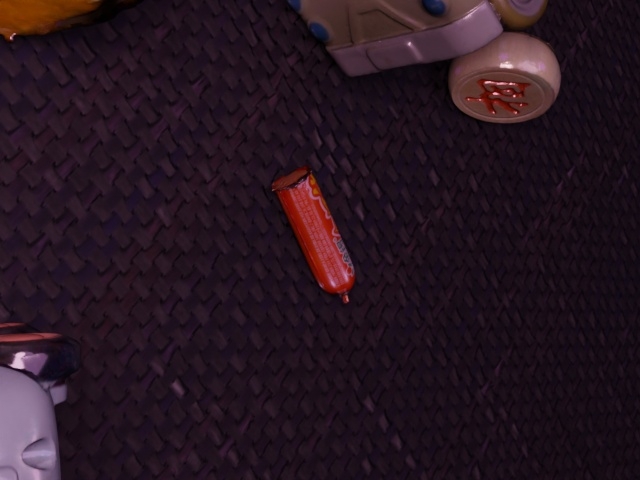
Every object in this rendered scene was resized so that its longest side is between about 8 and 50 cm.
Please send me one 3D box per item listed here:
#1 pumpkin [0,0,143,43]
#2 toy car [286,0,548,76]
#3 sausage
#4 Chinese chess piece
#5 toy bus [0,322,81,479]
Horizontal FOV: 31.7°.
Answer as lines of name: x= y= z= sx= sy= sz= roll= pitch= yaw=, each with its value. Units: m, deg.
pumpkin: x=-0.207 y=-0.291 z=0.768 sx=0.256 sy=0.303 sz=0.225 roll=7 pitch=77 yaw=-15
toy car: x=0.114 y=-0.334 z=1.082 sx=0.226 sy=0.242 sz=0.336 roll=50 pitch=60 yaw=-27
sausage: x=0.000 y=0.000 z=1.097 sx=0.048 sy=0.050 sz=0.145 roll=-37 pitch=115 yaw=-31
Chinese chess piece: x=0.200 y=-0.176 z=1.229 sx=0.122 sy=0.122 sz=0.051 roll=29 pitch=57 yaw=-38
toy bus: x=-0.274 y=0.158 z=0.710 sx=0.232 sy=0.287 sz=0.194 roll=-5 pitch=92 yaw=-26
